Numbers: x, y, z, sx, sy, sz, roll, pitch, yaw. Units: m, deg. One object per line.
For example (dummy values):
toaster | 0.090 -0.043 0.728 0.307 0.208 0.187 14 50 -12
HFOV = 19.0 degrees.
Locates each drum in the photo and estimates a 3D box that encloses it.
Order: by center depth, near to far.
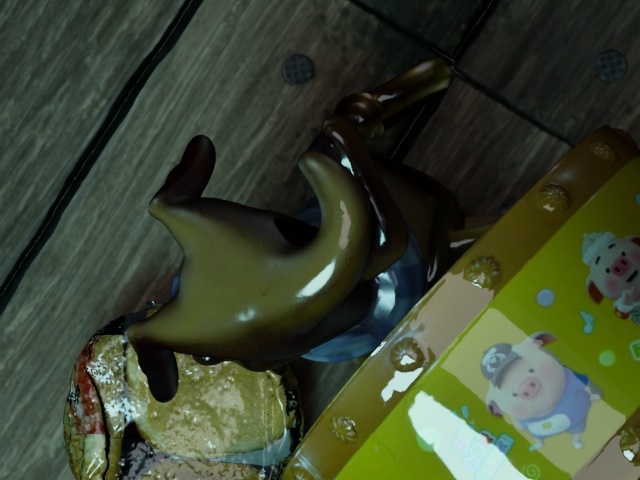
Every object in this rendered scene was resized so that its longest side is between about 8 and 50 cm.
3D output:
drum | 0.178 0.125 1.574 0.214 0.431 0.431 44 91 8

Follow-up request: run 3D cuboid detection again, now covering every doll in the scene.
doll | -0.003 -0.003 1.662 0.209 0.340 0.318 48 121 23

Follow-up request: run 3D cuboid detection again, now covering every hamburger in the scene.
hamburger | -0.126 0.167 1.767 0.231 0.107 0.231 -1 81 5
